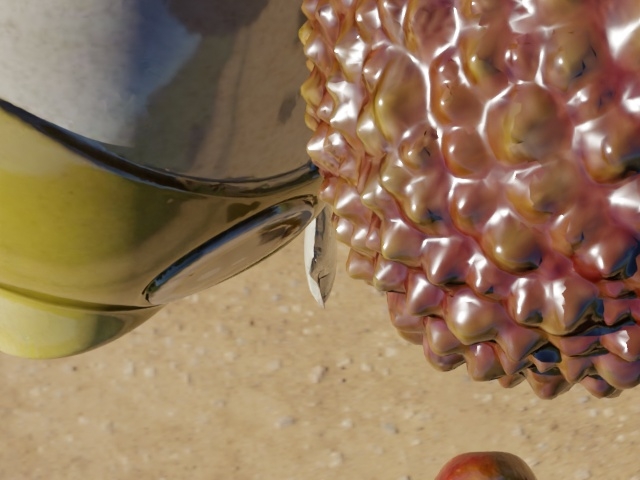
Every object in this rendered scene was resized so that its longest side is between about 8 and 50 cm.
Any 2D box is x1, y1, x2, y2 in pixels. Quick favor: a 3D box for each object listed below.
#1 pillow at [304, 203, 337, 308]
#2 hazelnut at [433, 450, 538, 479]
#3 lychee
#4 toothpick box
[{"bbox_3d":[0.000,0.000,1.627,0.038,0.233,0.131,3,74,4],"label":"pillow"},{"bbox_3d":[0.231,0.389,1.859,0.178,0.178,0.204,29,132,21],"label":"hazelnut"},{"bbox_3d":[0.135,-0.090,0.608,0.306,0.306,0.330,10,67,22],"label":"lychee"},{"bbox_3d":[-0.144,-0.161,0.943,0.408,0.409,0.425,25,139,21],"label":"toothpick box"}]
